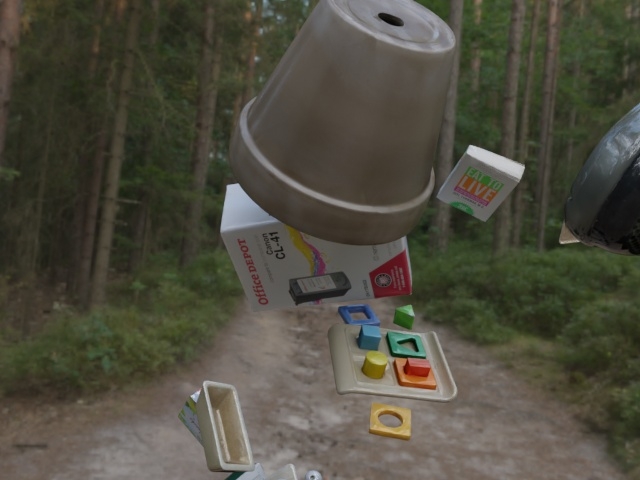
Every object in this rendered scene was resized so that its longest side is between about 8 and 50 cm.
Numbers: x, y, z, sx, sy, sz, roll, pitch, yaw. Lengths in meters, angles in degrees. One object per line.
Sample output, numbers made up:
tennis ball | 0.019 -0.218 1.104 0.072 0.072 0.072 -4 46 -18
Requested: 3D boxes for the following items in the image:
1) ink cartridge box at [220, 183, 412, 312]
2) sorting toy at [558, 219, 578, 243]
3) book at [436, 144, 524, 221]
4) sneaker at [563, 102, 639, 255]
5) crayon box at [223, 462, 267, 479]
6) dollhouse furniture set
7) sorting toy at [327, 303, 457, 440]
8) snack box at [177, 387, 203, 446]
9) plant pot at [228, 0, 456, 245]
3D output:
ink cartridge box | 0.000 0.000 1.312 0.306 0.131 0.226 -9 -47 8
sorting toy | 0.523 -0.026 1.482 0.083 0.062 0.012 -7 25 -19
book | 0.262 -0.094 1.210 0.096 0.035 0.144 25 -28 2
sneaker | 0.219 -0.012 0.336 0.227 0.087 0.130 -3 38 -36
crayon box | -0.182 0.564 1.267 0.083 0.203 0.323 -33 -4 40
dollhouse furniture set | -0.054 0.130 0.467 0.081 0.114 0.091 -37 -36 25
sorting toy | 0.118 0.193 1.220 0.195 0.047 0.348 4 29 -8
snack box | -0.226 0.386 1.507 0.037 0.141 0.100 -32 -18 -42
plant pot | 0.055 -0.201 1.062 0.323 0.280 0.323 15 37 -12
